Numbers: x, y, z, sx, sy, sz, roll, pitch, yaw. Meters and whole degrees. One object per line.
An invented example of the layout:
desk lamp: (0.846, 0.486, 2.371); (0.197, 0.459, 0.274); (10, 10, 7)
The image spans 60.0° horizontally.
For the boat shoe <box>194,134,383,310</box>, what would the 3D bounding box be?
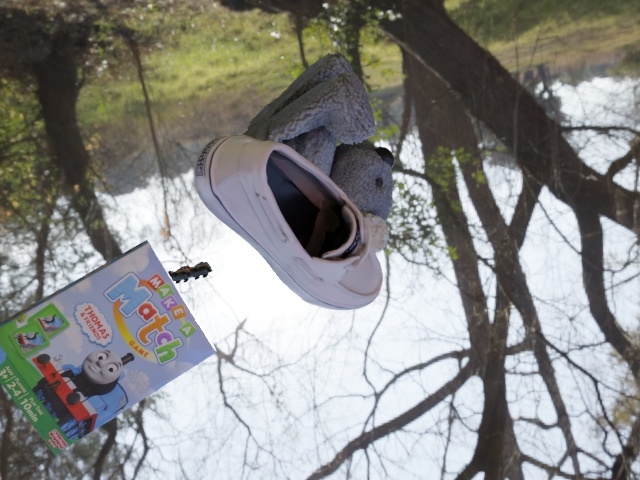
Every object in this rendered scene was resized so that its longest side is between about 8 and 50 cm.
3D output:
boat shoe: (0.000, 0.000, 0.499); (0.084, 0.258, 0.095); (6, -110, 41)

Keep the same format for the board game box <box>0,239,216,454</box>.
board game box: (-0.254, 0.121, 0.647); (0.211, 0.160, 0.039); (-32, -165, -14)

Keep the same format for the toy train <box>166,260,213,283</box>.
toy train: (-0.282, 0.069, 1.141); (0.158, 0.027, 0.036); (-13, -149, 29)

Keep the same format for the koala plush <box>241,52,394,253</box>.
koala plush: (0.016, -0.095, 0.746); (0.203, 0.221, 0.196); (-36, -154, 15)
